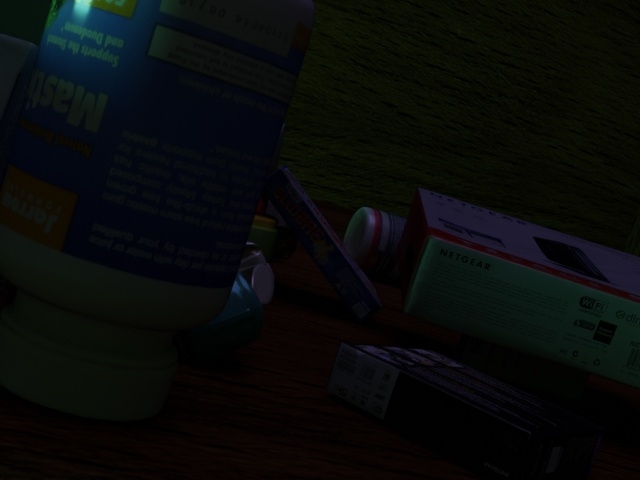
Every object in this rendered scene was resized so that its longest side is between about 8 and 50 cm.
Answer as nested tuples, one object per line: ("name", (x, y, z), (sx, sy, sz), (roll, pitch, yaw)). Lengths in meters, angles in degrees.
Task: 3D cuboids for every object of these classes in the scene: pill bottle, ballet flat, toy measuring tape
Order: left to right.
("pill bottle", (-0.112, -0.037, 0.621), (0.152, 0.272, 0.152), (18, 5, -2))
("toy measuring tape", (-0.155, -0.020, 1.153), (0.330, 0.121, 0.121), (13, 7, -36))
("ballet flat", (-0.083, 0.040, 0.886), (0.087, 0.083, 0.247), (-14, 15, -5))
("pill bottle", (0.136, 0.019, 1.665), (0.180, 0.108, 0.108), (15, 6, -16))

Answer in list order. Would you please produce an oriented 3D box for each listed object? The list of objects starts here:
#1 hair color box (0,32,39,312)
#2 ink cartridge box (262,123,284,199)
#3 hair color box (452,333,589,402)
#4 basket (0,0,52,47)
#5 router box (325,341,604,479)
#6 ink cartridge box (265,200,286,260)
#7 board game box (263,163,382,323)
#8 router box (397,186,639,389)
("hair color box", (-0.361, -0.087, 0.736), (0.374, 0.185, 0.113), (19, -4, 19))
("ink cartridge box", (-0.136, -0.080, 1.353), (0.128, 0.127, 0.176), (16, 37, 2))
("hair color box", (0.224, 0.121, 1.119), (0.141, 0.072, 0.043), (17, 9, -5))
("basket", (-0.244, -0.193, 0.965), (0.328, 0.331, 0.266), (21, 37, -6))
("router box", (0.114, 0.133, 0.805), (0.179, 0.046, 0.133), (22, 7, 38))
("ink cartridge box", (-0.122, -0.037, 1.508), (0.143, 0.092, 0.090), (16, 6, -2))
("board game box", (0.000, 0.000, 1.239), (0.201, 0.035, 0.136), (54, 3, -5))
("router box", (0.252, 0.051, 1.094), (0.335, 0.082, 0.301), (17, 12, -1))
